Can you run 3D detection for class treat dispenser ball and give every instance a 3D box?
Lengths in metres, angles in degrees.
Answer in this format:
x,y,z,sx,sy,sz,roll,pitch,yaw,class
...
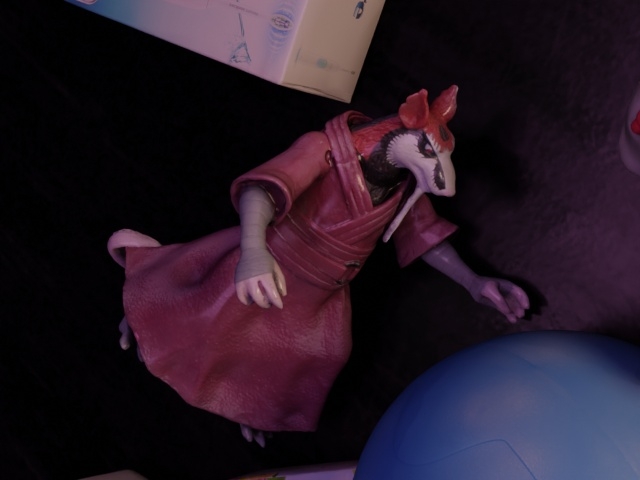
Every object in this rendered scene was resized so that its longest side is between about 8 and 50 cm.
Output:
x,y,z,sx,sy,sz,roll,pitch,yaw,class
0.160,0.204,0.644,0.288,0.288,0.288,-1,89,33,treat dispenser ball

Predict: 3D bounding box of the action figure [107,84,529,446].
x,y,z,sx,sy,sz,roll,pitch,yaw,class
0.000,0.000,0.844,0.370,0.248,0.275,-52,37,22,action figure

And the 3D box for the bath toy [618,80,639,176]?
x,y,z,sx,sy,sz,roll,pitch,yaw,class
0.328,0.005,0.633,0.151,0.129,0.348,-43,67,25,bath toy

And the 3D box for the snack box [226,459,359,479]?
x,y,z,sx,sy,sz,roll,pitch,yaw,class
0.021,0.291,0.861,0.207,0.070,0.174,-15,81,31,snack box

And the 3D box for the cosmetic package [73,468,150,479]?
x,y,z,sx,sy,sz,roll,pitch,yaw,class
-0.227,0.458,0.819,0.329,0.327,0.393,11,100,47,cosmetic package

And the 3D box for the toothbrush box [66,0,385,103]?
x,y,z,sx,sy,sz,roll,pitch,yaw,class
-0.080,-0.282,0.905,0.296,0.126,0.216,27,104,29,toothbrush box
